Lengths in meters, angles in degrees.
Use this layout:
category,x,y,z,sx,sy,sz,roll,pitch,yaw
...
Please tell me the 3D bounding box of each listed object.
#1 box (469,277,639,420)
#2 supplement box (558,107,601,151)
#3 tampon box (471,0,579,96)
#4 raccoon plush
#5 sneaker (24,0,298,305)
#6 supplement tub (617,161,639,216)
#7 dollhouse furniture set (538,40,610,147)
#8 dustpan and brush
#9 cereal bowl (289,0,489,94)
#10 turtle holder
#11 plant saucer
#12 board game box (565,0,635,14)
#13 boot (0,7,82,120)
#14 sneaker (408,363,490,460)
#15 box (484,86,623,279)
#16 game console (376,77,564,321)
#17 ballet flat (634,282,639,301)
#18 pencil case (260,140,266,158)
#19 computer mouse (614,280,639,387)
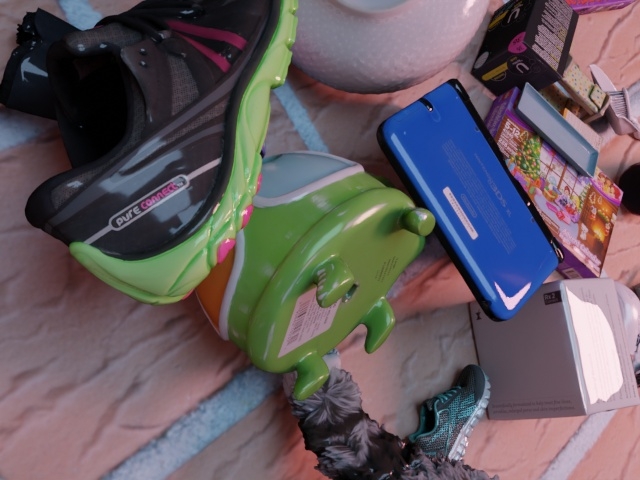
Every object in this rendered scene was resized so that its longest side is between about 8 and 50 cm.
category,x,y,z,sx,sy,sz,roll,pitch,yaw
box,0.328,0.157,0.991,0.119,0.181,0.182,0,76,-31
supplement box,0.445,-0.186,1.239,0.098,0.062,0.036,32,60,-20
tampon box,0.354,-0.339,1.192,0.101,0.120,0.161,35,60,-19
raccoon plush,0.100,0.366,0.835,0.216,0.299,0.446,-11,49,-19
sneaker,-0.150,-0.176,0.683,0.202,0.185,0.483,27,46,-28
supplement tub,0.671,-0.106,1.331,0.198,0.106,0.106,-9,81,-33
dollhouse furniture set,0.491,-0.281,1.272,0.182,0.101,0.161,38,59,-17
dustpan and brush,0.590,-0.243,1.342,0.211,0.060,0.147,44,29,-49
cereal bowl,0.067,-0.366,0.903,0.339,0.141,0.339,1,98,4
turtle holder,-0.005,-0.007,0.797,0.227,0.243,0.320,36,67,25
plant saucer,0.399,-0.182,1.168,0.192,0.018,0.067,37,57,-17
board game box,0.494,-0.555,1.393,0.347,0.056,0.208,-20,91,-35
boot,-0.249,-0.123,0.766,0.207,0.094,0.246,14,62,-32
sneaker,0.176,0.232,0.949,0.076,0.065,0.166,39,57,-12
box,0.382,-0.091,1.174,0.293,0.057,0.201,38,58,-17
game console,0.184,-0.053,0.965,0.250,0.173,0.293,-36,95,-36
ballet flat,0.662,0.068,1.294,0.213,0.072,0.068,-21,83,-34
pencil case,-0.109,-0.198,0.887,0.088,0.086,0.206,-1,71,4
computer mouse,0.544,0.162,1.209,0.106,0.042,0.193,-5,78,-32
